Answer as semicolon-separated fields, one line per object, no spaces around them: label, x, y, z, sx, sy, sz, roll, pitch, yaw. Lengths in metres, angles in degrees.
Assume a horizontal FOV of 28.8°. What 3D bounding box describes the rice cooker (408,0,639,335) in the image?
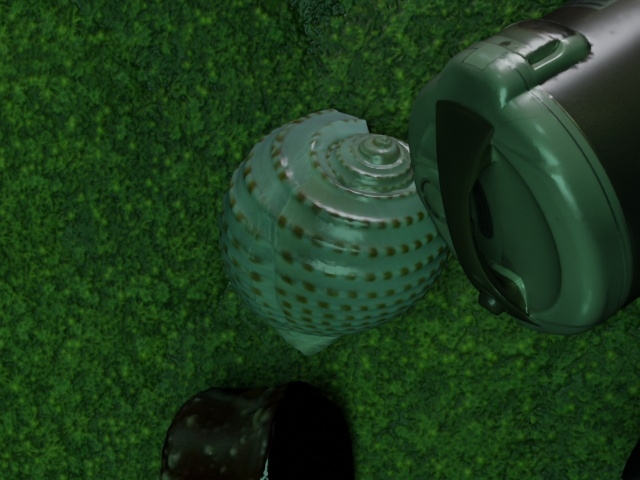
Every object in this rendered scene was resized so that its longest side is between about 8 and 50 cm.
rice cooker;0.273;-0.084;1.319;0.325;0.335;0.335;-29;90;-18

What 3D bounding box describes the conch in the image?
conch;-0.005;-0.002;1.525;0.303;0.215;0.319;34;106;19

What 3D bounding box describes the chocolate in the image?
chocolate;-0.097;0.336;1.604;0.210;0.225;0.340;1;99;29

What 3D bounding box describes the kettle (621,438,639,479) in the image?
kettle;0.558;0.269;1.296;0.377;0.250;0.361;42;133;7
